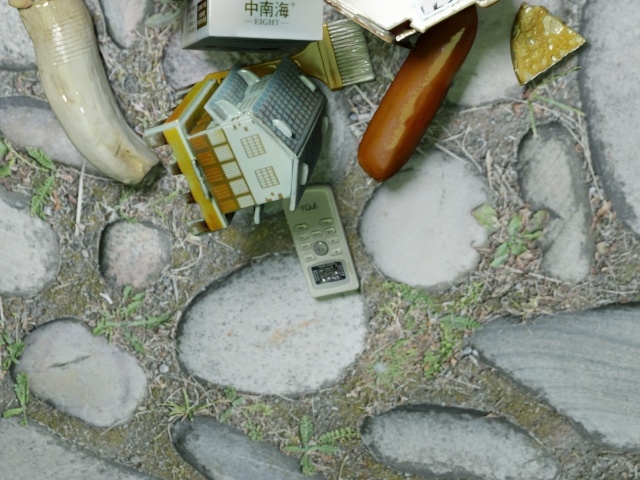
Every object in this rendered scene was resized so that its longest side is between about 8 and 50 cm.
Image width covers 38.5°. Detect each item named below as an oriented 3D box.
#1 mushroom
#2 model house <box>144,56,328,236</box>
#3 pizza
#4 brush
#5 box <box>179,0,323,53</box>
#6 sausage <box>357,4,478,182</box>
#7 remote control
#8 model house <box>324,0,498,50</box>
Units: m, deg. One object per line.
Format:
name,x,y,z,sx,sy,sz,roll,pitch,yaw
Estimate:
mushroom,-0.371,-0.243,1.437,0.123,0.095,0.351,-25,107,-1
model house,-0.110,-0.143,1.353,0.215,0.224,0.198,-16,115,19
pizza,0.331,-0.286,1.337,0.109,0.026,0.123,2,108,6
brush,-0.057,-0.266,1.417,0.272,0.013,0.103,-11,108,14
box,-0.102,-0.300,1.262,0.155,0.243,0.067,0,97,-19
sausage,0.143,-0.221,1.360,0.083,0.089,0.300,30,112,4
remote control,0.000,0.000,1.498,0.087,0.029,0.190,-12,108,13
model house,0.075,-0.411,1.227,0.244,0.169,0.326,-25,89,24
